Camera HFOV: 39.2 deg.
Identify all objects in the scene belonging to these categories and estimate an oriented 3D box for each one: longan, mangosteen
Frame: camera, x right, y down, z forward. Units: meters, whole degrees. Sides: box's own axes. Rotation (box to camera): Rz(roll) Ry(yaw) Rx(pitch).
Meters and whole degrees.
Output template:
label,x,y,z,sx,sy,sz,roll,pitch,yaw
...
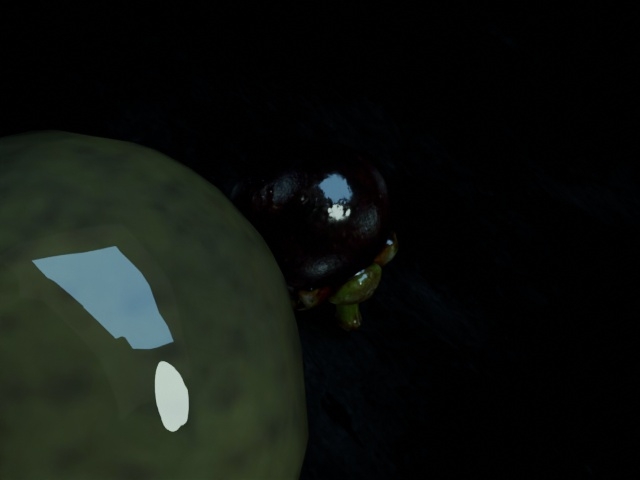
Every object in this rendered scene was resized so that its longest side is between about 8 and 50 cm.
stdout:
label,x,y,z,sx,sy,sz,roll,pitch,yaw
longan,-0.190,0.110,0.689,0.404,0.336,0.404,24,54,-36
mangosteen,0.000,0.000,1.105,0.211,0.211,0.250,-42,110,-54
